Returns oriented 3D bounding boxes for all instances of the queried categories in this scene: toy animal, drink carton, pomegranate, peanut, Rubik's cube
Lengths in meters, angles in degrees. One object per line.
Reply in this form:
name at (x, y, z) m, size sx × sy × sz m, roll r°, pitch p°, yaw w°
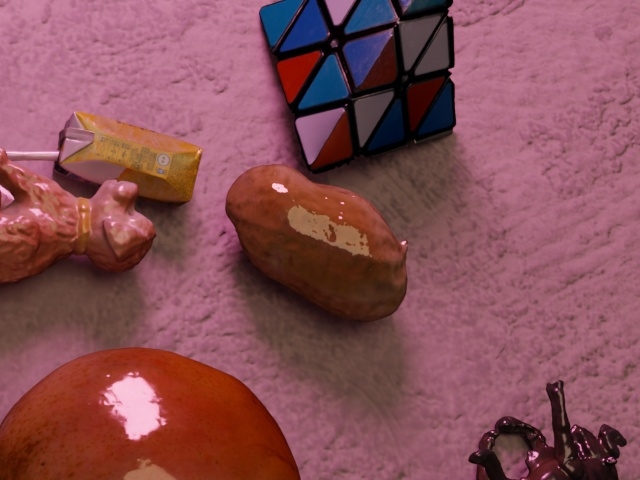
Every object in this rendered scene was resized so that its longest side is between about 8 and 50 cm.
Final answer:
toy animal at (-0.264, 0.016, 1.539) m, size 0.185 × 0.104 × 0.183 m, roll 16°, pitch 59°, yaw -21°
drink carton at (-0.232, -0.093, 1.615) m, size 0.200 × 0.084 × 0.074 m, roll 17°, pitch 83°, yaw -16°
pomegranate at (-0.172, 0.250, 1.356) m, size 0.319 × 0.319 × 0.319 m, roll 9°, pitch 63°, yaw -19°
toy animal at (0.243, 0.254, 1.646) m, size 0.233 × 0.084 × 0.148 m, roll -36°, pitch 84°, yaw -36°
peanut at (0.000, 0.000, 1.640) m, size 0.224 × 0.129 × 0.129 m, roll 30°, pitch 58°, yaw -10°
Rubik's cube at (0.066, -0.187, 1.789) m, size 0.234 × 0.250 × 0.284 m, roll 29°, pitch 87°, yaw -42°
